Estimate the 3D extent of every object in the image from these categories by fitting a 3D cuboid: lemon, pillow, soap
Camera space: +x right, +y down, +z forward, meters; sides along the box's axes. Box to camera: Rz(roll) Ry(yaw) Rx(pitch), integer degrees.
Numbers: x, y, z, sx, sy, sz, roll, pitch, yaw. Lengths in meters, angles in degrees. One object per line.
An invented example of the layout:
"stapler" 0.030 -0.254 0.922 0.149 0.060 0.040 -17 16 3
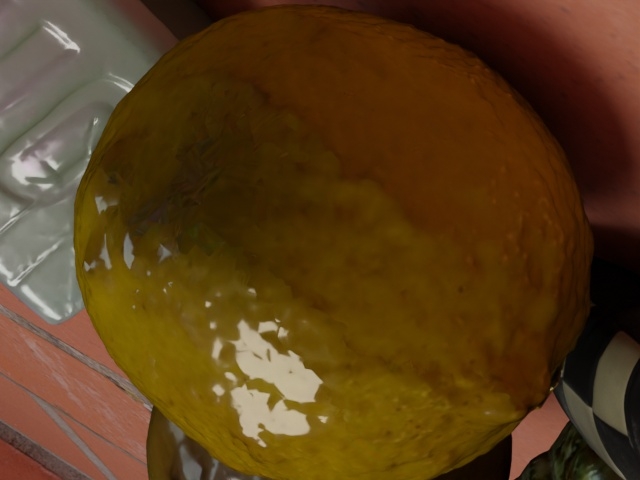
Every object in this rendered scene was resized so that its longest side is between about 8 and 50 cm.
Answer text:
"lemon" 0.000 0.000 1.039 0.322 0.268 0.268 29 161 27
"pillow" 0.208 0.100 1.081 0.186 0.106 0.250 49 -179 -22
"soap" -0.215 -0.133 1.185 0.347 0.208 0.115 45 -160 -22

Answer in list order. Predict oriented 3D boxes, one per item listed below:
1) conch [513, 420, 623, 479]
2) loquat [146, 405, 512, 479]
"conch" 0.230 0.196 1.325 0.181 0.124 0.187 33 171 25
"loquat" -0.003 0.147 1.385 0.276 0.276 0.284 30 -156 24
